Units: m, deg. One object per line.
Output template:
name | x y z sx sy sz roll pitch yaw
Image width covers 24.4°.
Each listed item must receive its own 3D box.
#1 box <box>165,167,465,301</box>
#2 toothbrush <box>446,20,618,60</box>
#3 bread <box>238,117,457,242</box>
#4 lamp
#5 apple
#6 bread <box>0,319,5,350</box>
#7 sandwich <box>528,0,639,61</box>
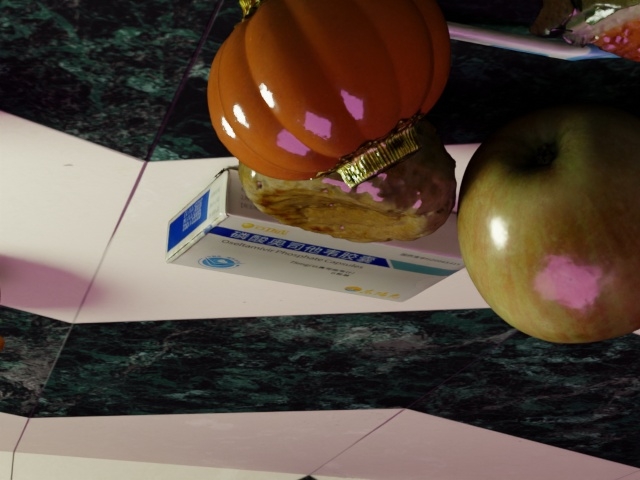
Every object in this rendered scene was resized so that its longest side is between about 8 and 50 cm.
box | 0.000 0.000 1.850 0.343 0.065 0.200 10 158 -24
toothbrush | 0.261 -0.185 1.399 0.386 0.040 0.040 8 159 -9
bread | 0.030 -0.078 1.543 0.230 0.123 0.230 8 165 2
lamp | 0.008 -0.145 1.278 0.223 0.196 0.223 -32 179 -1
apple | 0.264 -0.026 1.533 0.257 0.256 0.234 -10 130 27
bread | -0.565 0.097 2.038 0.269 0.145 0.268 5 160 2
sandwich | 0.341 -0.219 1.200 0.292 0.109 0.212 -11 163 36
